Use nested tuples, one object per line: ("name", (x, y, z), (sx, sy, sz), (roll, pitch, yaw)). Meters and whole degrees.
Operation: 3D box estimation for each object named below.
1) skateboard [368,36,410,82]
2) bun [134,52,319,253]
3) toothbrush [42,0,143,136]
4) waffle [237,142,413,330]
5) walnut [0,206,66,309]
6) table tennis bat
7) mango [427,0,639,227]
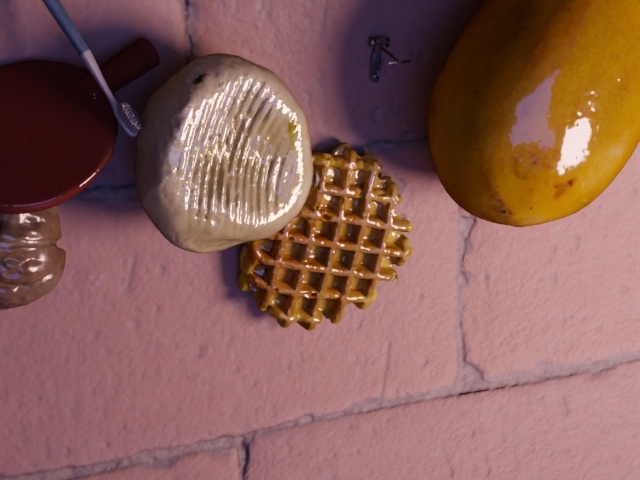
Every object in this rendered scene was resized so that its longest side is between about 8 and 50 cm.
("skateboard", (0.087, -0.229, 1.992), (0.032, 0.083, 0.064), (-1, 111, -19))
("bun", (-0.133, -0.105, 1.927), (0.259, 0.160, 0.259), (-9, 107, -32))
("toothbrush", (-0.295, -0.245, 1.828), (0.019, 0.025, 0.276), (-35, 94, -36))
("waffle", (0.000, 0.000, 2.068), (0.253, 0.056, 0.249), (-23, 116, -8))
("walnut", (-0.431, 0.002, 1.863), (0.230, 0.178, 0.178), (-4, 112, -13))
("table tennis bat", (-0.325, -0.152, 1.848), (0.310, 0.200, 0.038), (-38, 163, -24))
("mango", (0.313, -0.227, 1.992), (0.300, 0.232, 0.446), (21, 97, -31))
